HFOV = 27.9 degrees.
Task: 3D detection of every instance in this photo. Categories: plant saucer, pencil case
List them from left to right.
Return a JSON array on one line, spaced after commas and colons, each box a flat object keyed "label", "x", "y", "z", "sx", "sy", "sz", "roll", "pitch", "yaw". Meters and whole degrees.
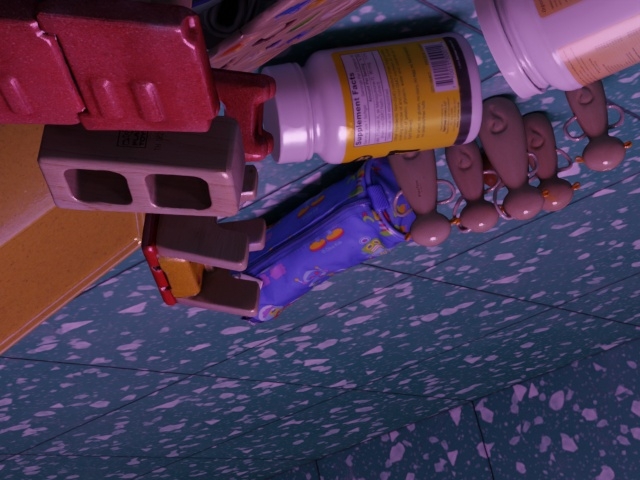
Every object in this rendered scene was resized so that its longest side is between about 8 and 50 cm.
[{"label": "plant saucer", "x": -0.290, "y": -0.004, "z": 1.293, "sx": 0.332, "sy": 0.081, "sz": 0.333, "roll": -38, "pitch": 165, "yaw": -18}, {"label": "pencil case", "x": 0.000, "y": 0.000, "z": 1.661, "sx": 0.306, "sy": 0.119, "sz": 0.133, "roll": -30, "pitch": 171, "yaw": 36}]

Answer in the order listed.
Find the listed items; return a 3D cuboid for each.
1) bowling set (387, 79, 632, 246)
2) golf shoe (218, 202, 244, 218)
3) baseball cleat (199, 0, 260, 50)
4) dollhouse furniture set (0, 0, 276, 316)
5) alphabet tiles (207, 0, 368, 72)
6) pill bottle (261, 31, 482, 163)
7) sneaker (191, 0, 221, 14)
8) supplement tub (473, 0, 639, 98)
[{"label": "bowling set", "x": 0.238, "y": -0.075, "z": 1.564, "sx": 0.287, "sy": 0.154, "sz": 0.200, "roll": -18, "pitch": 160, "yaw": 13}, {"label": "golf shoe", "x": -0.172, "y": -0.034, "z": 1.545, "sx": 0.176, "sy": 0.069, "sz": 0.086, "roll": -10, "pitch": 166, "yaw": -6}, {"label": "baseball cleat", "x": -0.086, "y": -0.199, "z": 1.086, "sx": 0.072, "sy": 0.109, "sz": 0.206, "roll": 3, "pitch": 153, "yaw": -5}, {"label": "dollhouse furniture set", "x": -0.120, "y": -0.117, "z": 0.821, "sx": 0.152, "sy": 0.201, "sz": 0.374, "roll": 4, "pitch": 154, "yaw": 4}, {"label": "alphabet tiles", "x": 0.009, "y": -0.204, "z": 1.086, "sx": 0.342, "sy": 0.011, "sz": 0.285, "roll": -28, "pitch": -177, "yaw": 37}, {"label": "pill bottle", "x": 0.049, "y": -0.142, "z": 1.314, "sx": 0.208, "sy": 0.119, "sz": 0.119, "roll": -9, "pitch": 160, "yaw": -11}, {"label": "sneaker", "x": -0.083, "y": -0.265, "z": 0.870, "sx": 0.322, "sy": 0.130, "sz": 0.236, "roll": -17, "pitch": 162, "yaw": 4}, {"label": "supplement tub", "x": 0.256, "y": -0.225, "z": 1.186, "sx": 0.199, "sy": 0.144, "sz": 0.144, "roll": -22, "pitch": 159, "yaw": 23}]
